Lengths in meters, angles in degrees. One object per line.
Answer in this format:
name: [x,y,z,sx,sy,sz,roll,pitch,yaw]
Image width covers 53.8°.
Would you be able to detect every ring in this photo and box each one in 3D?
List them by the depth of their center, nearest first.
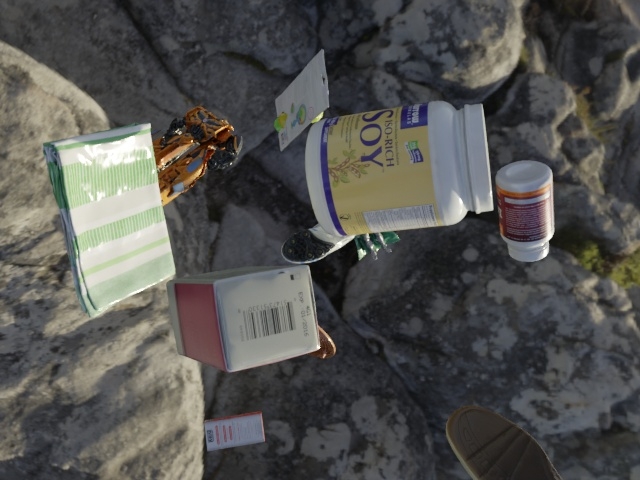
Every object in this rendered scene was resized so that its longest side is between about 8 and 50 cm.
ring: [-0.111,0.245,1.780,0.336,0.336,0.032,44,62,-25]

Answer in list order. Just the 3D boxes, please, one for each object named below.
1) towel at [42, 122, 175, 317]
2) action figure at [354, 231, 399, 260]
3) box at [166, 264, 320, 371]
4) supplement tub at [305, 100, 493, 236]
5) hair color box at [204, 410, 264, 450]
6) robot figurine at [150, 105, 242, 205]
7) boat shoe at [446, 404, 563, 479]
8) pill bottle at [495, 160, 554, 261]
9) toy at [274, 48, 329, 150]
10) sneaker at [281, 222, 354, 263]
towel: [-0.385,-0.047,1.198,0.248,0.038,0.325,-32,121,-54]
action figure: [0.130,-0.049,1.822,0.137,0.063,0.232,-30,122,1]
box: [-0.124,0.110,0.955,0.148,0.232,0.127,-9,91,-29]
supplement tub: [0.158,-0.140,1.234,0.241,0.331,0.241,-6,90,-74]
hair color box: [-0.212,0.470,1.557,0.141,0.043,0.072,-6,83,-8]
robot figurine: [-0.325,-0.210,1.489,0.291,0.211,0.085,-45,156,-25]
boat shoe: [0.293,0.361,0.880,0.109,0.302,0.098,-35,148,-27]
pill bottle: [0.330,-0.044,1.014,0.086,0.086,0.152,-41,130,-36]
toy: [-0.029,-0.306,1.418,0.056,0.237,0.137,3,73,-32]
sneaker: [0.000,0.000,1.526,0.237,0.086,0.085,-26,82,-35]
